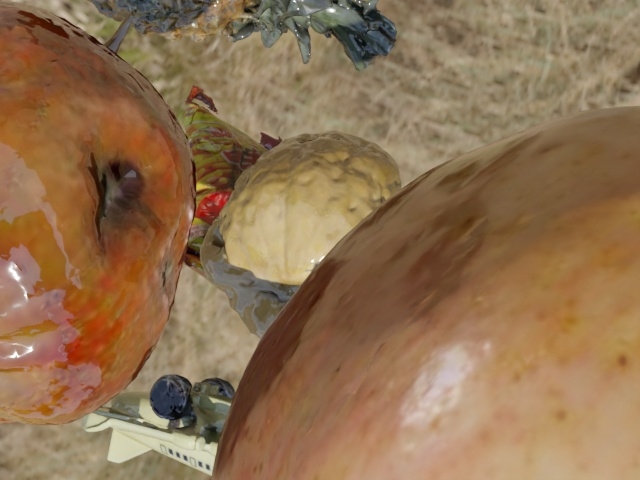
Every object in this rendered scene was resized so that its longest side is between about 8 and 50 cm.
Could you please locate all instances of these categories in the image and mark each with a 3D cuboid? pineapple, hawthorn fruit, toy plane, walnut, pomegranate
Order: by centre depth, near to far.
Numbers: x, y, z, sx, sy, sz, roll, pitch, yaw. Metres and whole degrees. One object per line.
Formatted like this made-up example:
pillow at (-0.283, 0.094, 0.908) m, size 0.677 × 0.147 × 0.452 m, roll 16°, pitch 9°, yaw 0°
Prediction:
pomegranate at (0.102, 0.135, 0.503) m, size 0.338 × 0.338 × 0.338 m, roll 9°, pitch 130°, yaw 11°
hawthorn fruit at (-0.198, -0.014, 0.905) m, size 0.258 × 0.262 × 0.258 m, roll -1°, pitch 113°, yaw -3°
toy plane at (-0.090, 0.171, 1.309) m, size 0.256 × 0.104 × 0.242 m, roll 1°, pitch 171°, yaw 27°
pineapple at (-0.066, -0.239, 1.421) m, size 0.310 × 0.141 × 0.170 m, roll 14°, pitch 171°, yaw -33°
walnut at (0.000, 0.000, 1.561) m, size 0.257 × 0.257 × 0.224 m, roll 1°, pitch 115°, yaw 17°

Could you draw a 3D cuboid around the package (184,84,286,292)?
package at (-0.094, -0.031, 1.795) m, size 0.223 × 0.288 × 0.108 m, roll 33°, pitch 132°, yaw -28°
